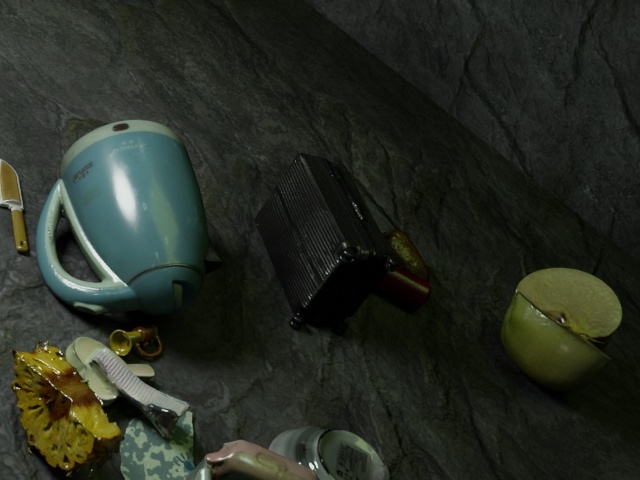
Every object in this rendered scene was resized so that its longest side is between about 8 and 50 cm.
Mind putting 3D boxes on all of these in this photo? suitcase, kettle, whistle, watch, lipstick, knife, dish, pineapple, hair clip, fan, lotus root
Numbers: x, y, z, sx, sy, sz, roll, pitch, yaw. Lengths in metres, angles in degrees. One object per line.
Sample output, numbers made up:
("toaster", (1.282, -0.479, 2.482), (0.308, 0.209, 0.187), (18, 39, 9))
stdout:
("suitcase", (0.000, 0.000, 2.227), (0.152, 0.230, 0.335), (12, 37, -37))
("kettle", (-0.356, -0.007, 1.905), (0.319, 0.247, 0.342), (-13, 56, -14))
("whistle", (-0.312, 0.175, 1.836), (0.057, 0.046, 0.109), (32, 20, 24))
("watch", (-0.097, 0.459, 1.564), (0.253, 0.162, 0.241), (26, 43, -12))
("lipstick", (0.140, 0.078, 2.420), (0.241, 0.080, 0.080), (28, 30, -13))
("knife", (-0.572, -0.070, 1.937), (0.046, 0.022, 0.256), (10, 38, -32))
("dish", (0.038, 0.406, 1.823), (0.260, 0.085, 0.260), (26, 31, -17))
("pineapple", (-0.384, 0.267, 1.542), (0.079, 0.135, 0.233), (-12, 45, -42))
("hair clip", (-0.318, 0.231, 1.715), (0.218, 0.071, 0.159), (36, 23, -1))
("fan", (-0.258, 0.340, 1.681), (0.131, 0.009, 0.240), (31, 29, -7))
("lotus root", (0.206, 0.056, 2.512), (0.108, 0.094, 0.191), (-32, 74, -39))

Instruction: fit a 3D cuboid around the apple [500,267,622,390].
("apple", (0.563, 0.223, 2.501), (0.257, 0.233, 0.295), (24, 39, 7))
